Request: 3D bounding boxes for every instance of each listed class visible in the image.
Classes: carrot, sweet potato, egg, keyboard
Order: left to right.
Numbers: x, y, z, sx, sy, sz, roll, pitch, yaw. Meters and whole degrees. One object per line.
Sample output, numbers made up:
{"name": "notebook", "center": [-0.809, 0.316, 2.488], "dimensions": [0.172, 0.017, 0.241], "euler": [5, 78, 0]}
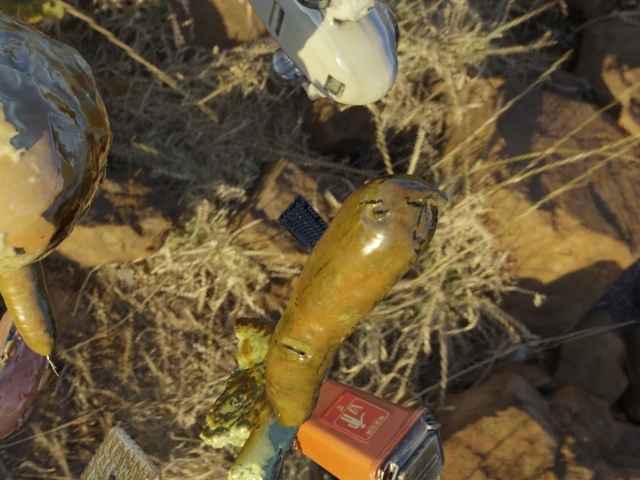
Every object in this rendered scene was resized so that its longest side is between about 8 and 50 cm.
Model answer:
{"name": "egg", "center": [-0.252, -0.074, 0.686], "dimensions": [0.195, 0.233, 0.194], "euler": [-3, 103, -14]}
{"name": "carrot", "center": [-0.321, 0.019, 0.973], "dimensions": [0.078, 0.078, 0.298], "euler": [-25, 121, -31]}
{"name": "keyboard", "center": [0.000, 0.000, 1.898], "dimensions": [0.072, 0.023, 0.231], "euler": [-49, 129, -8]}
{"name": "sweet potato", "center": [0.010, 0.051, 0.732], "dimensions": [0.075, 0.273, 0.075], "euler": [20, 35, -15]}

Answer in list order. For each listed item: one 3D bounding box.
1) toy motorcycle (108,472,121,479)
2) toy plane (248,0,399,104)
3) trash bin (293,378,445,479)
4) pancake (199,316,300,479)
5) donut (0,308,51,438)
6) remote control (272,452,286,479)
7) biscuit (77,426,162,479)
{"name": "toy motorcycle", "center": [-0.486, 0.544, 1.645], "dimensions": [0.125, 0.358, 0.213], "euler": [56, 37, 4]}
{"name": "toy plane", "center": [-0.008, -0.242, 0.909], "dimensions": [0.118, 0.252, 0.252], "euler": [-30, 89, -19]}
{"name": "trash bin", "center": [0.082, 0.355, 1.582], "dimensions": [0.161, 0.239, 0.184], "euler": [-44, 136, -30]}
{"name": "pancake", "center": [-0.090, 0.195, 1.205], "dimensions": [0.197, 0.376, 0.054], "euler": [-43, 109, 8]}
{"name": "donut", "center": [-0.498, 0.204, 1.505], "dimensions": [0.085, 0.199, 0.233], "euler": [24, 30, -23]}
{"name": "remote control", "center": [-0.093, 0.384, 1.649], "dimensions": [0.090, 0.066, 0.265], "euler": [16, 87, -31]}
{"name": "biscuit", "center": [-0.412, 0.500, 1.791], "dimensions": [0.249, 0.160, 0.030], "euler": [-58, 149, 7]}
